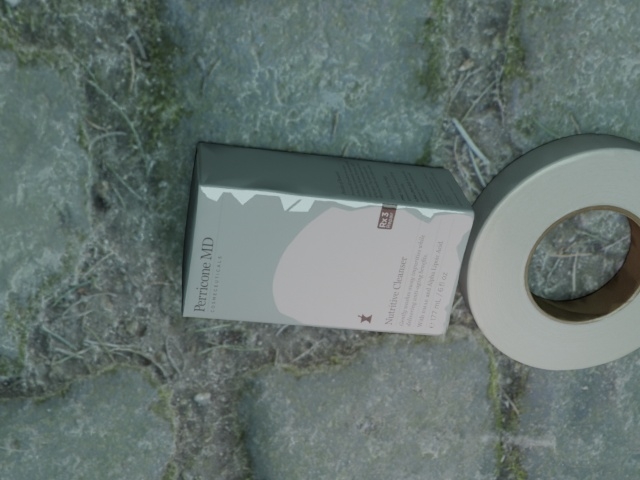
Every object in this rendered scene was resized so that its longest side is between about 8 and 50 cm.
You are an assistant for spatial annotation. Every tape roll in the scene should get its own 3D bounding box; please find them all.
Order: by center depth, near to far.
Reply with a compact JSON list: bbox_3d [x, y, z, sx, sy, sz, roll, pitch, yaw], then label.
[{"bbox_3d":[0.408,0.025,1.484,0.392,0.072,0.392,-3,117,-7],"label":"tape roll"}]

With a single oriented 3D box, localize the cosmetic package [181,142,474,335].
[{"bbox_3d":[0.000,0.000,1.358,0.385,0.156,0.217,3,118,-11],"label":"cosmetic package"}]
